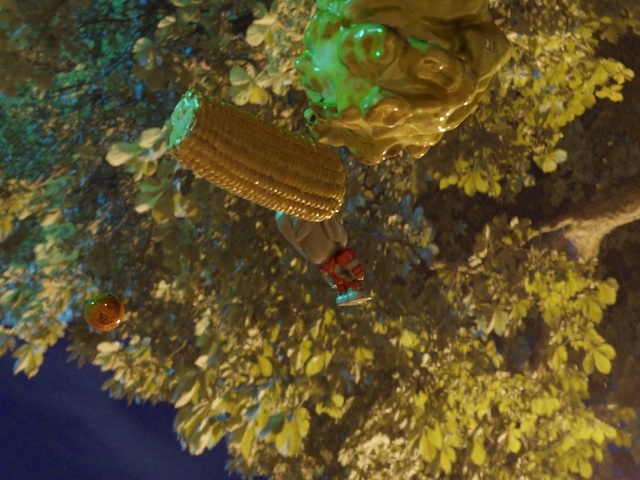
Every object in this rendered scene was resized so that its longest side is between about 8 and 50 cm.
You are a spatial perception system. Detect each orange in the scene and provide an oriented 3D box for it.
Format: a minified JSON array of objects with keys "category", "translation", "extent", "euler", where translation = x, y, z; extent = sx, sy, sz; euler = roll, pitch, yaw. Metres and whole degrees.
[{"category":"orange","translation":[-0.470,0.156,1.400],"extent":[0.084,0.083,0.083],"euler":[6,-56,9]}]

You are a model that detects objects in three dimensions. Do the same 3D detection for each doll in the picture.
[{"category":"doll","translation":[0.000,0.000,0.759],"extent":[0.180,0.079,0.094],"euler":[59,-31,-5]}]

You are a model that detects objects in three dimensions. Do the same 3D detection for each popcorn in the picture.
[{"category":"popcorn","translation":[0.120,-0.268,0.980],"extent":[0.312,0.312,0.312],"euler":[6,-56,9]}]

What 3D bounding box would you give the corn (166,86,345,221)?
[{"category":"corn","translation":[-0.052,-0.071,0.555],"extent":[0.165,0.085,0.063],"euler":[23,-29,-33]}]
